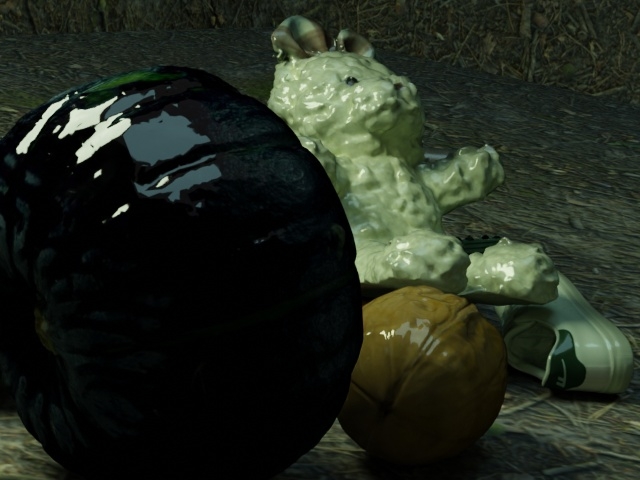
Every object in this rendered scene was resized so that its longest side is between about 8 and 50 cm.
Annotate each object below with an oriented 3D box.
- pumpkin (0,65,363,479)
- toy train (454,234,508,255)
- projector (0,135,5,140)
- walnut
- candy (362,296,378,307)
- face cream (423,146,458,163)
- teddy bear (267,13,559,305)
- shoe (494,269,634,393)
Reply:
[{"bbox_3d":[-0.135,0.038,1.305,0.363,0.364,0.266,19,35,42],"label":"pumpkin"},{"bbox_3d":[0.211,0.020,2.109,0.093,0.056,0.038,-3,0,-33],"label":"toy train"},{"bbox_3d":[-0.456,-0.104,2.253,0.083,0.083,0.082,15,17,29],"label":"projector"},{"bbox_3d":[0.090,0.126,1.458,0.165,0.165,0.197,10,23,16],"label":"walnut"},{"bbox_3d":[0.053,0.099,1.738,0.292,0.059,0.086,5,18,-3],"label":"candy"},{"bbox_3d":[0.098,-0.125,2.585,0.283,0.073,0.073,4,15,-6],"label":"face cream"},{"bbox_3d":[0.089,-0.110,1.801,0.327,0.362,0.375,8,-8,-31],"label":"teddy bear"},{"bbox_3d":[0.242,0.095,1.764,0.110,0.095,0.265,-1,19,-25],"label":"shoe"}]
